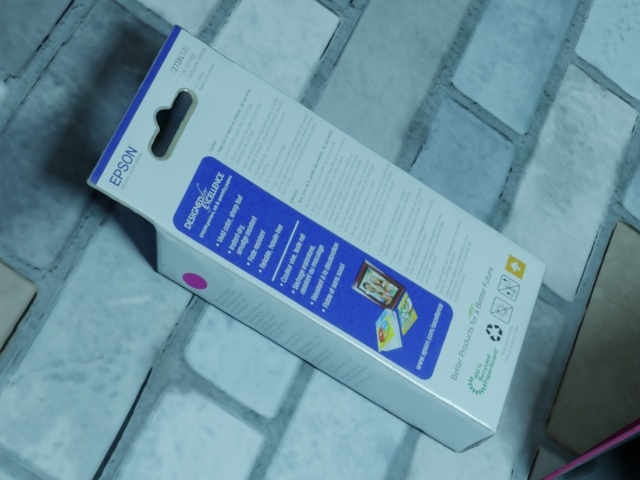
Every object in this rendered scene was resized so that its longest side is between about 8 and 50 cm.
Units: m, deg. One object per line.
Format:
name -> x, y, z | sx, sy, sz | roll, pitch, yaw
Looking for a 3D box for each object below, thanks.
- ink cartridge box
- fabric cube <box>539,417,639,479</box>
ink cartridge box -> 0.000, 0.000, 1.243 | 0.371, 0.069, 0.175 | 34, 53, -14
fabric cube -> 0.381, 0.215, 1.235 | 0.258, 0.254, 0.259 | -20, 76, -39
